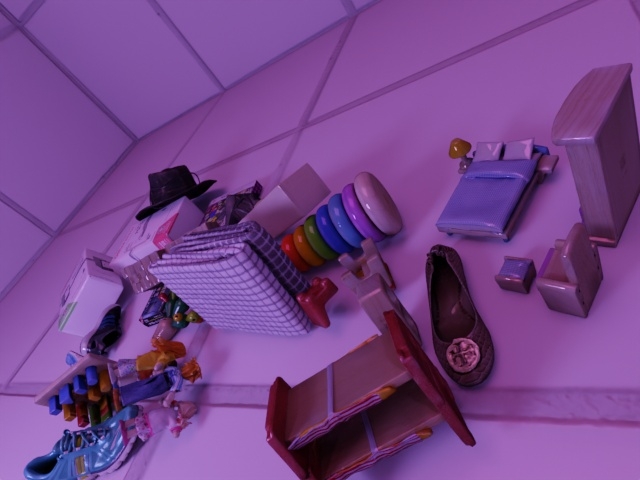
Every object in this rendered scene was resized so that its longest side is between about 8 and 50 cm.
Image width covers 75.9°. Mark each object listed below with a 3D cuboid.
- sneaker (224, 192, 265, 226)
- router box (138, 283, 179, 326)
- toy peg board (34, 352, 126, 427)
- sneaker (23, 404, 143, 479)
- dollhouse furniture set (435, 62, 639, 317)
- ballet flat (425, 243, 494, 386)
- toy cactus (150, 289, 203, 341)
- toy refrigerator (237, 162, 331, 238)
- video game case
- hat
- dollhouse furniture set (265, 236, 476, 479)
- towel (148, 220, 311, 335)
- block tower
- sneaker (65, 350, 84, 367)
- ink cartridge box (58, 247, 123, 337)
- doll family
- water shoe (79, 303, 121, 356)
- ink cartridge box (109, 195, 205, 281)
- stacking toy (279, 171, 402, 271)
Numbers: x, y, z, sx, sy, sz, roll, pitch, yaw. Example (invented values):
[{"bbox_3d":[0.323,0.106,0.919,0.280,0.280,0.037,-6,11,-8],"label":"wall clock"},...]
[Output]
[{"bbox_3d":[-0.188,-0.042,1.116,0.130,0.087,0.227,-12,54,6],"label":"sneaker"},{"bbox_3d":[-0.450,0.177,1.164,0.092,0.038,0.122,-21,38,25],"label":"router box"},{"bbox_3d":[-0.512,0.355,0.929,0.161,0.160,0.079,-40,49,1],"label":"toy peg board"},{"bbox_3d":[-0.483,0.431,0.845,0.275,0.110,0.107,-36,34,5],"label":"sneaker"},{"bbox_3d":[0.271,-0.087,0.630,0.303,0.198,0.286,12,59,50],"label":"dollhouse furniture set"},{"bbox_3d":[0.197,0.095,0.618,0.084,0.058,0.250,-23,38,25],"label":"ballet flat"},{"bbox_3d":[-0.370,0.184,1.041,0.219,0.112,0.180,24,78,44],"label":"toy cactus"},{"bbox_3d":[-0.100,-0.072,0.964,0.102,0.094,0.269,-45,8,-34],"label":"toy refrigerator"},{"bbox_3d":[-0.298,-0.074,1.302,0.210,0.042,0.232,-19,39,28],"label":"video game case"},{"bbox_3d":[-0.543,-0.194,1.473,0.331,0.134,0.331,-26,9,4],"label":"hat"},{"bbox_3d":[0.056,0.166,0.633,0.201,0.152,0.374,-33,17,11],"label":"dollhouse furniture set"},{"bbox_3d":[-0.166,0.082,0.827,0.284,0.235,0.121,-7,43,38],"label":"towel"},{"bbox_3d":[-0.420,0.055,1.199,0.335,0.097,0.091,-24,-2,21],"label":"block tower"},{"bbox_3d":[-0.697,0.364,1.170,0.162,0.063,0.073,0,54,44],"label":"sneaker"},{"bbox_3d":[-0.770,0.170,1.371,0.273,0.115,0.198,30,91,54],"label":"ink cartridge box"},{"bbox_3d":[-0.335,0.279,0.839,0.163,0.118,0.263,-13,23,-28],"label":"doll family"},{"bbox_3d":[-0.625,0.270,1.219,0.080,0.073,0.203,6,32,0],"label":"water shoe"},{"bbox_3d":[-0.544,0.002,1.383,0.283,0.117,0.207,-23,38,23],"label":"ink cartridge box"},{"bbox_3d":[0.000,0.000,0.868,0.330,0.141,0.141,-33,34,22],"label":"stacking toy"}]
